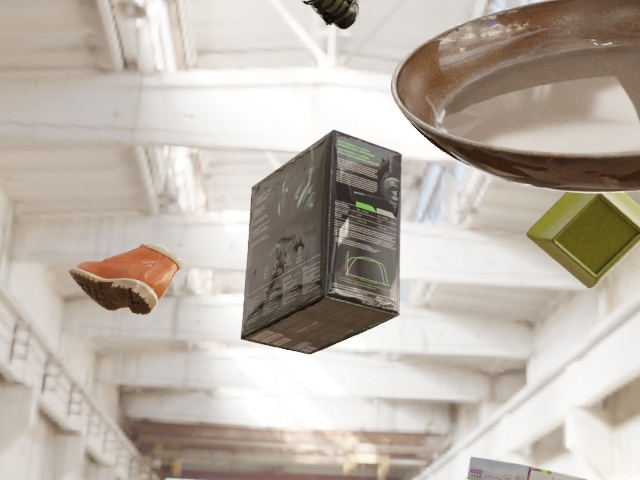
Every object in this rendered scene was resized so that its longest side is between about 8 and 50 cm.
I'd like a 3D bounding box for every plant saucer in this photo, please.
[{"bbox_3d":[0.206,-0.109,0.787,0.311,0.310,0.050,-1,-60,13],"label":"plant saucer"},{"bbox_3d":[0.527,-0.015,2.119,0.188,0.045,0.188,38,-74,-17],"label":"plant saucer"}]

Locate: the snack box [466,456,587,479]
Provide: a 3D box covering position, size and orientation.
[{"bbox_3d":[0.284,0.330,1.529,0.100,0.037,0.141,18,-12,-24],"label":"snack box"}]

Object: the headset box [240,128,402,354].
[{"bbox_3d":[0.000,0.000,1.662,0.131,0.283,0.246,16,-28,-29],"label":"headset box"}]

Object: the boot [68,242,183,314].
[{"bbox_3d":[-0.231,0.039,1.316,0.158,0.084,0.059,7,-40,40],"label":"boot"}]

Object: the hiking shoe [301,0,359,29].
[{"bbox_3d":[0.016,-0.369,1.632,0.086,0.114,0.227,-42,6,16],"label":"hiking shoe"}]
